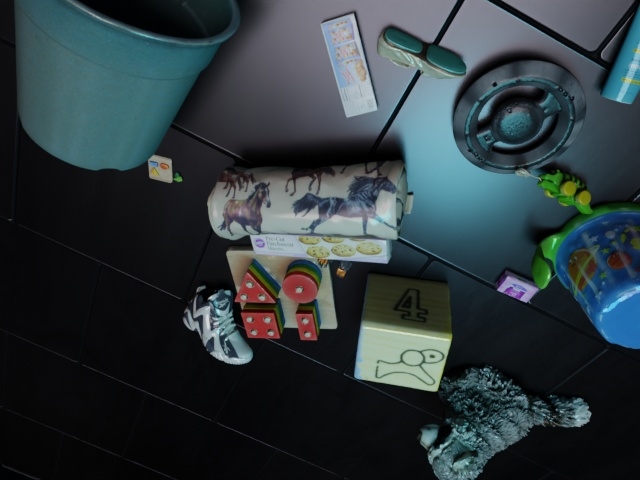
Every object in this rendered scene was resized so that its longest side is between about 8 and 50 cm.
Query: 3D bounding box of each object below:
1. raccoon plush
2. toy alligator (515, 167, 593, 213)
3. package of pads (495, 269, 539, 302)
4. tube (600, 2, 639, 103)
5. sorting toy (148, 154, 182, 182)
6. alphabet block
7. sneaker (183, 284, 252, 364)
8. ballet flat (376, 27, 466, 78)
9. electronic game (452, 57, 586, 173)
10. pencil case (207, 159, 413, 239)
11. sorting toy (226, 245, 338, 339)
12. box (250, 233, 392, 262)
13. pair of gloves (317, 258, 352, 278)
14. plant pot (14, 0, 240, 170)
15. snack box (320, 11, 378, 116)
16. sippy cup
[{"bbox_3d":[0.472,0.492,1.184,0.445,0.299,0.216,-5,122,15],"label":"raccoon plush"},{"bbox_3d":[0.466,-0.113,0.921,0.189,0.056,0.051,27,85,-13],"label":"toy alligator"},{"bbox_3d":[0.453,0.107,1.087,0.083,0.032,0.050,22,124,-3],"label":"package of pads"},{"bbox_3d":[0.531,-0.332,0.766,0.080,0.052,0.207,9,119,-6],"label":"tube"},{"bbox_3d":[-0.359,-0.162,1.089,0.083,0.012,0.062,14,125,3],"label":"sorting toy"},{"bbox_3d":[0.193,0.214,1.119,0.196,0.193,0.193,8,127,6],"label":"alphabet block"},{"bbox_3d":[-0.259,0.209,1.246,0.235,0.094,0.153,39,124,26],"label":"sneaker"},{"bbox_3d":[0.179,-0.326,0.847,0.168,0.057,0.052,26,153,-2],"label":"ballet flat"},{"bbox_3d":[0.362,-0.221,0.871,0.229,0.048,0.229,7,133,8],"label":"electronic game"},{"bbox_3d":[-0.014,-0.080,0.985,0.409,0.183,0.160,0,96,12],"label":"pencil case"},{"bbox_3d":[-0.100,0.142,1.196,0.256,0.089,0.256,0,124,13],"label":"sorting toy"},{"bbox_3d":[0.000,0.000,1.070,0.323,0.063,0.067,4,124,18],"label":"box"},{"bbox_3d":[0.036,0.042,1.114,0.083,0.074,0.010,26,164,-8],"label":"pair of gloves"},{"bbox_3d":[-0.361,-0.321,0.810,0.341,0.341,0.334,33,133,-11],"label":"plant pot"},{"bbox_3d":[0.056,-0.324,0.883,0.064,0.022,0.178,-9,122,19],"label":"snack box"},{"bbox_3d":[0.599,0.079,0.920,0.305,0.224,0.240,-24,116,25],"label":"sippy cup"}]
